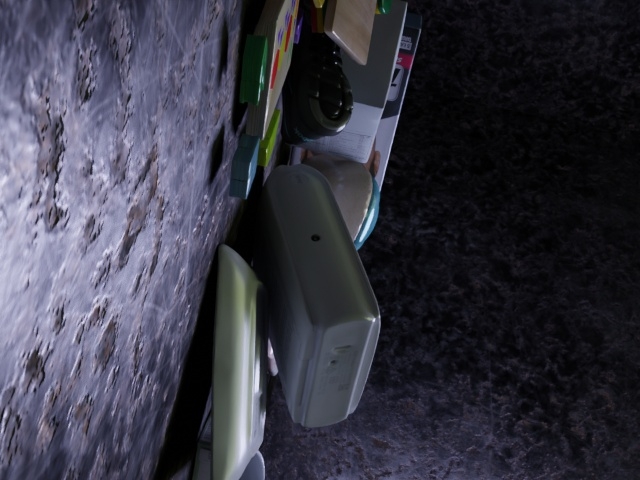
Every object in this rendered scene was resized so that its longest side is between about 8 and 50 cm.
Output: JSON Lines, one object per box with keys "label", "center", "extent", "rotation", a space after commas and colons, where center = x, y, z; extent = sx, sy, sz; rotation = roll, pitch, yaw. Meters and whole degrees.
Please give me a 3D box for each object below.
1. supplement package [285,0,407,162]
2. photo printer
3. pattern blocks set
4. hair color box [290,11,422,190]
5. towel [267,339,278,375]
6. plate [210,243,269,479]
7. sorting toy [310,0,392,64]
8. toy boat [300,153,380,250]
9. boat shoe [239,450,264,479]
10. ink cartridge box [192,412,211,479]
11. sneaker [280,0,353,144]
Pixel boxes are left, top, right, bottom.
{"label": "supplement package", "center": [0.036, -0.263, 1.217], "extent": [0.203, 0.149, 0.194], "rotation": [102, 2, -73]}
{"label": "photo printer", "center": [-0.020, 0.065, 1.060], "extent": [0.256, 0.107, 0.307], "rotation": [99, -22, -46]}
{"label": "pattern blocks set", "center": [-0.048, -0.206, 0.783], "extent": [0.325, 0.026, 0.285], "rotation": [-79, 180, -57]}
{"label": "hair color box", "center": [0.059, -0.254, 1.455], "extent": [0.113, 0.185, 0.374], "rotation": [-76, 178, -59]}
{"label": "towel", "center": [-0.094, 0.155, 1.873], "extent": [0.317, 0.053, 0.332], "rotation": [99, 4, -70]}
{"label": "plate", "center": [-0.094, 0.155, 0.940], "extent": [0.277, 0.045, 0.278], "rotation": [93, -2, -83]}
{"label": "sorting toy", "center": [0.024, -0.305, 0.944], "extent": [0.274, 0.046, 0.132], "rotation": [14, 84, -69]}
{"label": "toy boat", "center": [0.000, 0.000, 1.366], "extent": [0.318, 0.148, 0.267], "rotation": [-67, -152, 7]}
{"label": "boat shoe", "center": [-0.170, 0.484, 1.370], "extent": [0.084, 0.095, 0.258], "rotation": [-111, -135, -85]}
{"label": "ink cartridge box", "center": [-0.154, 0.354, 1.153], "extent": [0.171, 0.056, 0.235], "rotation": [-74, 177, -67]}
{"label": "sneaker", "center": [-0.013, -0.255, 1.043], "extent": [0.106, 0.101, 0.267], "rotation": [-26, -128, 53]}
